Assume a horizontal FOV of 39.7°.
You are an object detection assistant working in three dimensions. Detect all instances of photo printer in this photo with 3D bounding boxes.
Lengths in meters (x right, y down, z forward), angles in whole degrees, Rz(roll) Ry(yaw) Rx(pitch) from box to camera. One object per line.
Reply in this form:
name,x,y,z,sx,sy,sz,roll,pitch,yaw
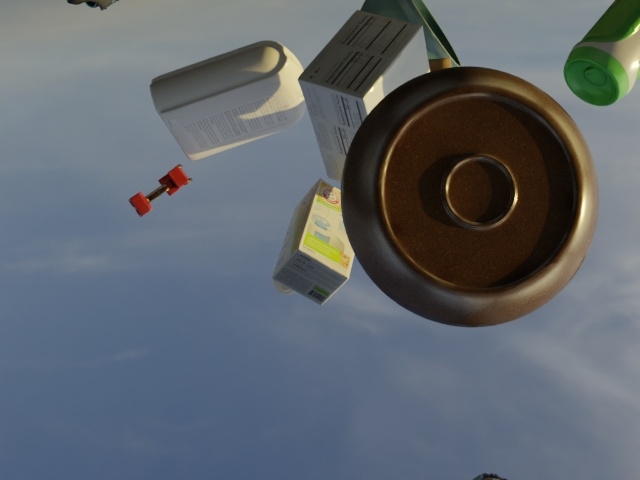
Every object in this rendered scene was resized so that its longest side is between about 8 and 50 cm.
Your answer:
photo printer,-0.177,-0.297,1.871,0.307,0.107,0.256,-19,160,2

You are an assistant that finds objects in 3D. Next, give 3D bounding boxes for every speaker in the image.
speaker,0.551,-0.372,1.555,0.296,0.131,0.131,-48,-143,-19

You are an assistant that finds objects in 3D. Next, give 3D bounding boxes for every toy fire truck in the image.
toy fire truck,-0.352,-0.112,1.962,0.135,0.047,0.192,-36,-172,-3

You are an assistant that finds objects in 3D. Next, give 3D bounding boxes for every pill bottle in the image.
pill bottle,-0.082,0.098,2.286,0.067,0.067,0.120,-4,-173,5

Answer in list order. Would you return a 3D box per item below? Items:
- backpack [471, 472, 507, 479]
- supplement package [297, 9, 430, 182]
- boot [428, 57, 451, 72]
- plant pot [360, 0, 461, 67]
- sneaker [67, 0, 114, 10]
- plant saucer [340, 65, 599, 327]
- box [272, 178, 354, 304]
backpack,0.221,0.404,1.171,0.158,0.117,0.173,-43,178,7
supplement package,0.097,-0.250,1.640,0.145,0.262,0.204,22,-119,29
boot,0.267,-0.289,1.857,0.236,0.089,0.270,-29,-136,33
plant pot,0.192,-0.503,2.229,0.196,0.293,0.293,-33,-167,17
sneaker,-0.494,-0.580,2.009,0.101,0.106,0.267,24,-163,16
plant saucer,0.179,-0.055,1.028,0.310,0.311,0.050,-7,176,-4
box,0.000,0.000,1.675,0.114,0.103,0.203,30,-136,-13
